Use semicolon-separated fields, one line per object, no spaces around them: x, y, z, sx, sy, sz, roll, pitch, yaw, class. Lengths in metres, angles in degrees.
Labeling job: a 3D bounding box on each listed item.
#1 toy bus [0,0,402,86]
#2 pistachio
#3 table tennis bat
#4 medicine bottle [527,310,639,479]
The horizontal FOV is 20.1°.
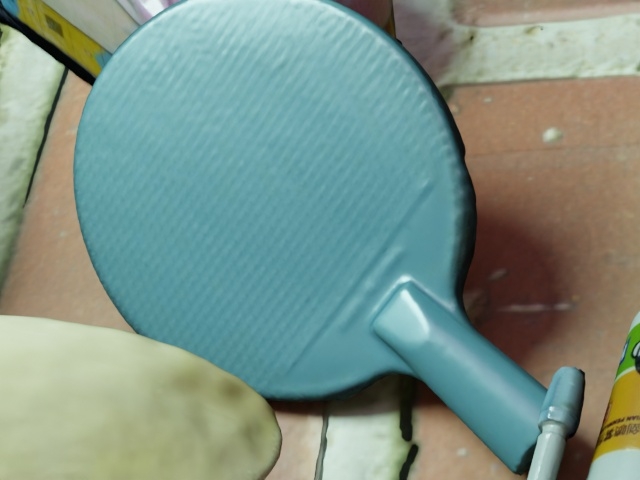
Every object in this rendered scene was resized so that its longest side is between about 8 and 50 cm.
-0.118;-0.201;1.154;0.171;0.162;0.386;-37;51;-21;toy bus
-0.172;0.128;0.827;0.318;0.193;0.214;-8;30;-11;pistachio
0.000;0.000;0.959;0.329;0.044;0.215;42;101;20;table tennis bat
0.139;0.121;0.852;0.092;0.061;0.221;22;53;2;medicine bottle
